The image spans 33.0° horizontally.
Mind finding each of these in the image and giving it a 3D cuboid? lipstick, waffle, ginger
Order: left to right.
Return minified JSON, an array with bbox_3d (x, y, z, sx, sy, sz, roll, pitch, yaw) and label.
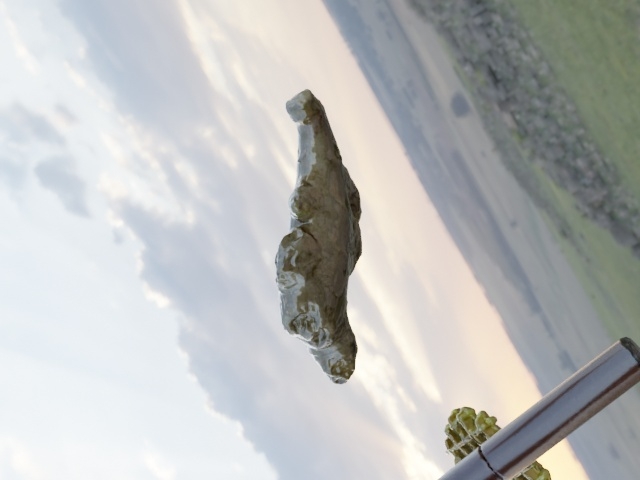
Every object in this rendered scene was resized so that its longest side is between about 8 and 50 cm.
[{"bbox_3d":[0.000,0.002,1.283,0.166,0.080,0.333,25,-120,-62],"label":"ginger"},{"bbox_3d":[0.253,0.318,1.554,0.191,0.038,0.191,32,143,28],"label":"waffle"},{"bbox_3d":[0.251,0.244,1.327,0.057,0.356,0.057,43,-163,-16],"label":"lipstick"}]
